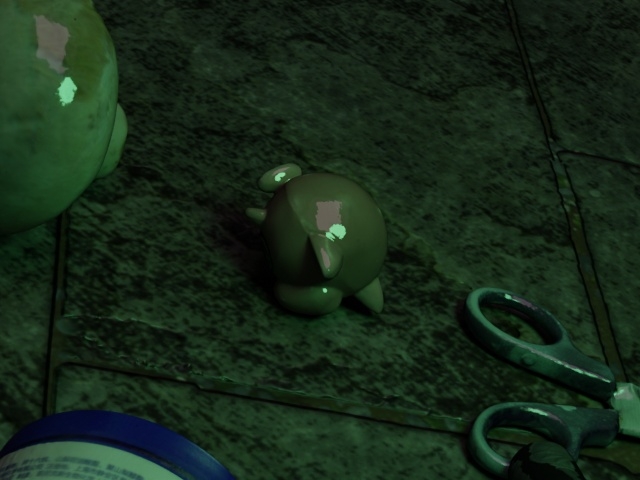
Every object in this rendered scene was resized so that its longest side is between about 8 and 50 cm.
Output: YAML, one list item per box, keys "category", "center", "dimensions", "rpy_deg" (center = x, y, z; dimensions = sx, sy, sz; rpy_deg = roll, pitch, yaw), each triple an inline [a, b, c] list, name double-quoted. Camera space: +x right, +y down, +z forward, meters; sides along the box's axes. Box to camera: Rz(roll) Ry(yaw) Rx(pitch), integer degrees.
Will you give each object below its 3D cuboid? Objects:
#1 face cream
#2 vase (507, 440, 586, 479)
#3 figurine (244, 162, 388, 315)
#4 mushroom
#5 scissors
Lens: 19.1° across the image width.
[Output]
- category: "face cream"
  center: [-0.145, 0.223, 1.263]
  dimensions: [0.206, 0.206, 0.111]
  rpy_deg: [23, 36, 4]
- category: "vase"
  center: [0.194, 0.218, 1.502]
  dimensions: [0.060, 0.060, 0.211]
  rpy_deg: [14, 11, -9]
- category: "figurine"
  center: [0.000, 0.000, 1.730]
  dimensions: [0.125, 0.125, 0.138]
  rpy_deg: [-7, 55, -33]
- category: "mushroom"
  center: [-0.260, -0.121, 1.694]
  dimensions: [0.243, 0.243, 0.243]
  rpy_deg: [13, 35, -9]
- category: "scissors"
  center: [0.311, 0.165, 1.726]
  dimensions: [0.383, 0.029, 0.256]
  rpy_deg: [16, 35, -7]
